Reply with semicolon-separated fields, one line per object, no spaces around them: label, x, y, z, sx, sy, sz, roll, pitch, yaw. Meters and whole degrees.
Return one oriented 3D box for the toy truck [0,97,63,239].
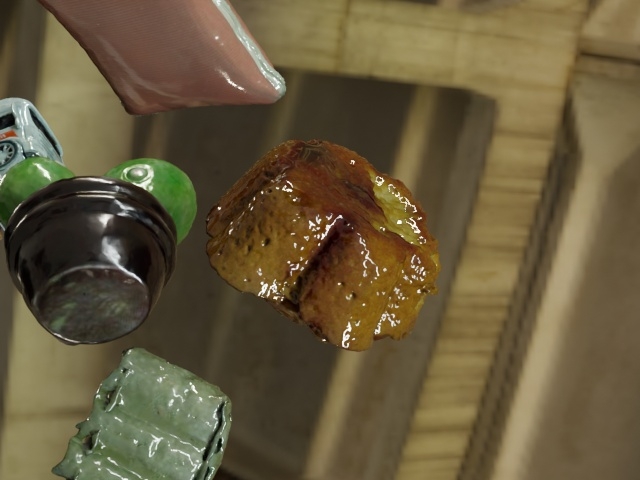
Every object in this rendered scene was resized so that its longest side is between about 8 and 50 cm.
toy truck;-0.461;-0.065;1.994;0.305;0.136;0.162;-20;-133;7

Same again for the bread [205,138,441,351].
bread;0.010;0.004;1.594;0.135;0.232;0.247;-54;-171;23

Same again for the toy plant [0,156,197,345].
toy plant;-0.233;-0.007;1.711;0.235;0.218;0.175;-101;-155;-48

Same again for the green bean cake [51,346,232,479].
green bean cake;-0.178;0.232;1.428;0.255;0.132;0.241;122;-7;-72

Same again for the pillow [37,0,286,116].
pillow;-0.129;-0.170;1.278;0.171;0.179;0.075;-4;-132;33
